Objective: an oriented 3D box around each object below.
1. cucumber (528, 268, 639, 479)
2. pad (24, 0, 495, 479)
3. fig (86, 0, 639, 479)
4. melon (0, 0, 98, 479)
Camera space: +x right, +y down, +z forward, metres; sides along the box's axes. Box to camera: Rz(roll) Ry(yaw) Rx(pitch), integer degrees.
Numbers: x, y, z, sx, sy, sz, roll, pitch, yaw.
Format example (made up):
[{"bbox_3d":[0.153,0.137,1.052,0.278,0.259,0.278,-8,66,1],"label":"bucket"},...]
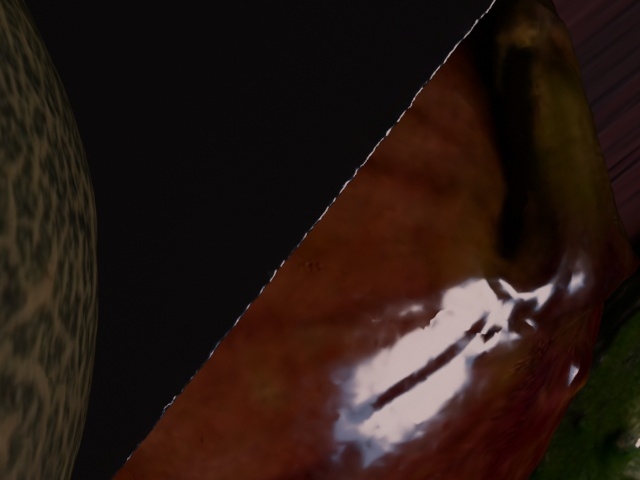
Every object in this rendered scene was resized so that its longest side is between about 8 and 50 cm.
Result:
[{"bbox_3d":[0.160,0.076,0.848,0.134,0.134,0.244,13,116,-51],"label":"cucumber"},{"bbox_3d":[-0.072,-0.057,0.441,0.267,0.181,0.004,-51,-179,14],"label":"pad"},{"bbox_3d":[-0.001,0.001,0.534,0.205,0.205,0.205,-26,143,-22],"label":"fig"},{"bbox_3d":[-0.185,0.002,0.311,0.329,0.248,0.248,25,110,-47],"label":"melon"}]
